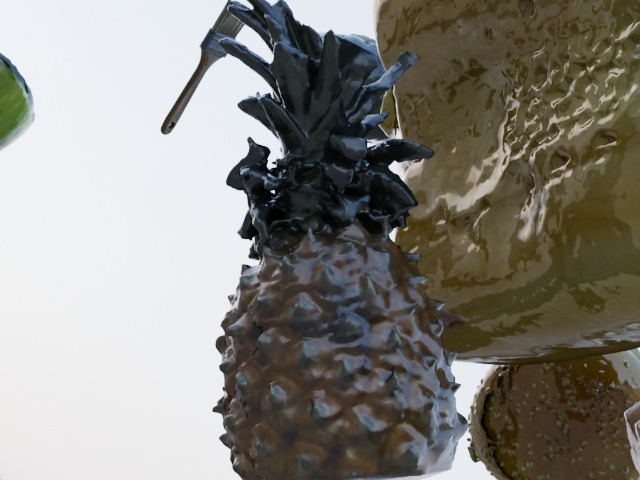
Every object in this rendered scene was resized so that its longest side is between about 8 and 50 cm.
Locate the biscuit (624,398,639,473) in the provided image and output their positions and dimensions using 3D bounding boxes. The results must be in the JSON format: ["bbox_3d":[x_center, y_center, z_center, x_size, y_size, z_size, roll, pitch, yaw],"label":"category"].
[{"bbox_3d":[0.216,0.179,0.815,0.306,0.043,0.284,-100,166,-66],"label":"biscuit"}]

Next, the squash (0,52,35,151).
[{"bbox_3d":[-0.415,-0.149,1.489,0.309,0.210,0.233,-23,-48,16],"label":"squash"}]

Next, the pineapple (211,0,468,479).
[{"bbox_3d":[0.000,0.000,1.062,0.169,0.340,0.169,-8,-9,-1],"label":"pineapple"}]

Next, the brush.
[{"bbox_3d":[-0.129,-0.187,1.734,0.014,0.170,0.043,40,15,33],"label":"brush"}]

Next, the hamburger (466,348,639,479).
[{"bbox_3d":[0.237,0.171,1.472,0.191,0.182,0.118,39,21,15],"label":"hamburger"}]

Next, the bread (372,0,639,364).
[{"bbox_3d":[0.204,-0.087,1.233,0.250,0.361,0.394,0,-13,-33],"label":"bread"}]

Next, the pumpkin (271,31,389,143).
[{"bbox_3d":[0.029,-0.154,1.650,0.167,0.125,0.167,27,8,-4],"label":"pumpkin"}]
